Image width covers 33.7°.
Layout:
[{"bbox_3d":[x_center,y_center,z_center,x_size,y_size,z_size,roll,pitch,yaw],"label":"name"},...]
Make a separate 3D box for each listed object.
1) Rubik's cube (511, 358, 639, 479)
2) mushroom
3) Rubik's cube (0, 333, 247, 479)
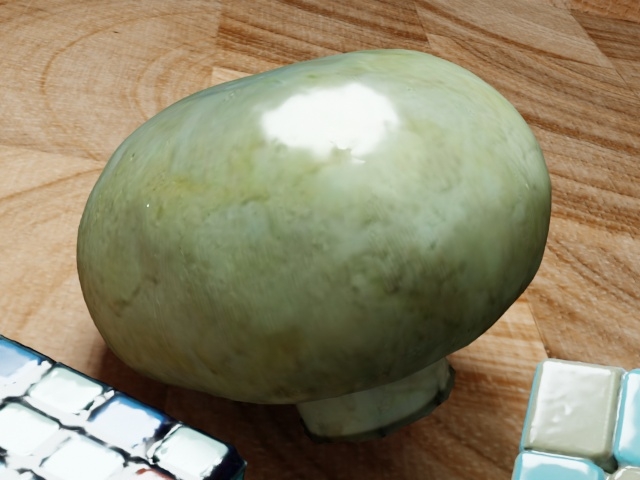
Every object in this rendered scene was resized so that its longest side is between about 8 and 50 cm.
[{"bbox_3d":[0.178,0.208,0.540,0.224,0.265,0.213,4,50,20],"label":"Rubik's cube"},{"bbox_3d":[0.000,0.000,0.769,0.352,0.260,0.352,-18,12,4],"label":"mushroom"},{"bbox_3d":[-0.163,0.171,0.477,0.182,0.187,0.184,23,28,17],"label":"Rubik's cube"}]
